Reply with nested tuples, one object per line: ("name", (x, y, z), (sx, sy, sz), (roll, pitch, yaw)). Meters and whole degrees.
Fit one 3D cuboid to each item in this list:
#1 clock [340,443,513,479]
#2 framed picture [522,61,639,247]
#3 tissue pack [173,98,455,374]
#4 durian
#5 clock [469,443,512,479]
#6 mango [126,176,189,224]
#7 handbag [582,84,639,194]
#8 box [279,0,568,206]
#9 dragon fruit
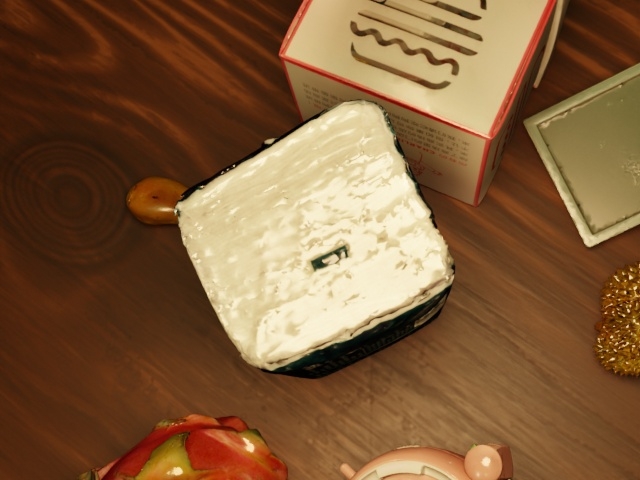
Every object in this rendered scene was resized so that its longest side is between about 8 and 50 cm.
("clock", (0.124, 0.365, 1.140), (0.241, 0.142, 0.227), (-11, 75, 19))
("framed picture", (0.461, -0.141, 1.349), (0.273, 0.016, 0.216), (-25, 78, 11))
("tissue pack", (0.016, 0.026, 1.191), (0.264, 0.416, 0.253), (-27, 78, 2))
("durian", (0.449, 0.103, 1.274), (0.168, 0.137, 0.158), (-10, 94, 12))
("clock", (0.194, 0.434, 1.227), (0.255, 0.106, 0.220), (-44, 73, -2))
("mango", (-0.239, -0.057, 1.431), (0.114, 0.060, 0.080), (17, 61, 13))
("handbag", (0.507, -0.110, 1.369), (0.221, 0.057, 0.144), (37, 87, 14))
("box", (0.151, -0.269, 1.316), (0.314, 0.312, 0.300), (24, 79, 11))
("dragon fruit", (-0.182, 0.340, 1.203), (0.305, 0.305, 0.225), (-21, 58, 0))
